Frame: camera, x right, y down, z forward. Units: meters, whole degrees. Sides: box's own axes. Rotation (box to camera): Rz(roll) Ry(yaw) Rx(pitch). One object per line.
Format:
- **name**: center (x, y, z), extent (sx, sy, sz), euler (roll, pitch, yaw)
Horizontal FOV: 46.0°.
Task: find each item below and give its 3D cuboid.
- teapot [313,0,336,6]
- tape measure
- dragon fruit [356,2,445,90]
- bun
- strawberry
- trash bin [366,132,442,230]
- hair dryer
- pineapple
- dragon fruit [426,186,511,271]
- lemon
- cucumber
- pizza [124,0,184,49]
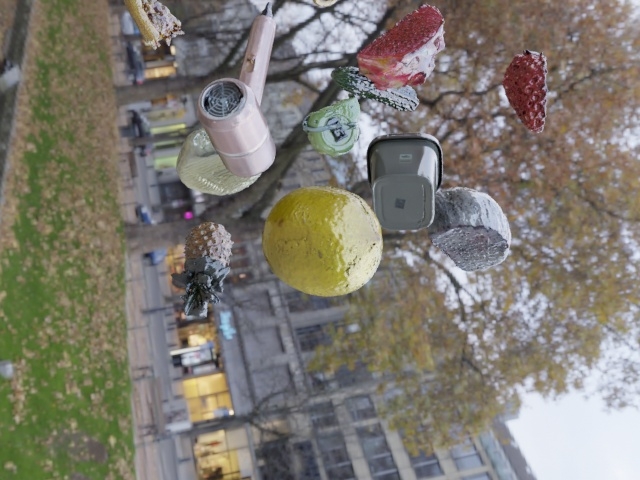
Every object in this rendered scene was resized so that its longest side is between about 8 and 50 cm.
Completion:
- **teapot**: center (0.026, -0.763, 1.953), extent (0.203, 0.167, 0.311), euler (43, -33, 43)
- **tape measure**: center (0.038, -0.316, 2.137), extent (0.087, 0.178, 0.154), euler (20, -47, 67)
- **dragon fruit**: center (0.225, -0.435, 1.804), extent (0.126, 0.274, 0.161), euler (35, -26, 32)
- **bun**: center (-0.230, -0.205, 1.777), extent (0.220, 0.221, 0.134), euler (100, -19, -62)
- **strawberry**: center (0.567, -0.413, 2.113), extent (0.190, 0.111, 0.236), euler (82, 9, -71)
- **trash bin**: center (0.231, -0.160, 2.094), extent (0.250, 0.220, 0.219), euler (-78, 163, -57)
- **hair dryer**: center (-0.132, -0.308, 1.377), extent (0.189, 0.107, 0.344), euler (67, 28, -64)
- **pineapple**: center (-0.344, 0.087, 2.186), extent (0.310, 0.170, 0.141), euler (-90, 175, -46)
- **dragon fruit**: center (0.461, -0.059, 2.292), extent (0.283, 0.204, 0.221), euler (42, 38, -42)
- **lemon**: center (0.000, 0.000, 1.742), extent (0.310, 0.258, 0.257), euler (14, -57, 31)
- **cucumber**: center (0.139, -0.385, 1.893), extent (0.077, 0.265, 0.077), euler (-10, -103, 46)
- **pizza**: center (-0.421, -0.576, 1.982), extent (0.154, 0.069, 0.194), euler (59, 25, 5)
